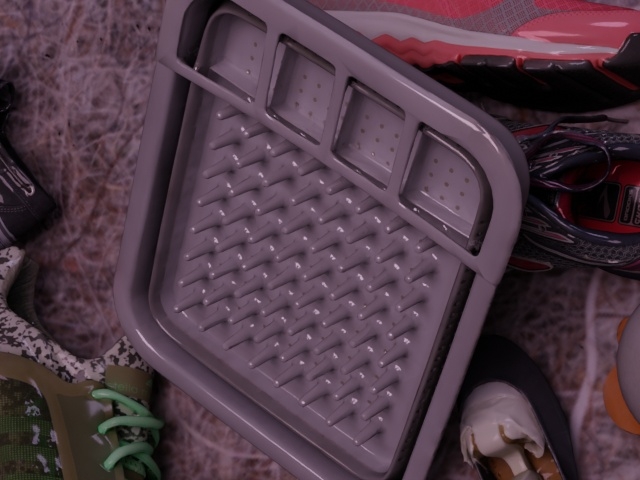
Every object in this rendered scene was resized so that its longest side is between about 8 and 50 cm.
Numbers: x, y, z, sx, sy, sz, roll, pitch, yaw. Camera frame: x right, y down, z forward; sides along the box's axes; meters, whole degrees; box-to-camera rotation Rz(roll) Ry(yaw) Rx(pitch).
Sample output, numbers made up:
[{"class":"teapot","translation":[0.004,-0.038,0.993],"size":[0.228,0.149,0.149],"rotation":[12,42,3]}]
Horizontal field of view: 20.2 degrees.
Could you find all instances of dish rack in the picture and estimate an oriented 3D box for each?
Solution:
[{"class":"dish rack","translation":[0.000,0.000,1.196],"size":[0.285,0.072,0.333],"rotation":[34,129,23]}]

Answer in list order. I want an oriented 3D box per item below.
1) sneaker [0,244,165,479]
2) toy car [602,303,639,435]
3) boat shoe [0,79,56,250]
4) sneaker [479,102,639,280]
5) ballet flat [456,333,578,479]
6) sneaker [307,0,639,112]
[{"class":"sneaker","translation":[-0.171,0.150,1.304],"size":[0.182,0.158,0.410],"rotation":[-44,69,-5]},{"class":"toy car","translation":[0.262,0.089,1.080],"size":[0.238,0.219,0.210],"rotation":[-35,72,54]},{"class":"boat shoe","translation":[-0.275,-0.101,1.429],"size":[0.076,0.080,0.228],"rotation":[-28,65,0]},{"class":"sneaker","translation":[0.131,-0.037,1.185],"size":[0.299,0.112,0.121],"rotation":[0,82,28]},{"class":"ballet flat","translation":[0.133,0.151,1.176],"size":[0.074,0.074,0.203],"rotation":[-27,70,21]},{"class":"sneaker","translation":[0.098,-0.170,1.222],"size":[0.313,0.116,0.136],"rotation":[9,84,28]}]
